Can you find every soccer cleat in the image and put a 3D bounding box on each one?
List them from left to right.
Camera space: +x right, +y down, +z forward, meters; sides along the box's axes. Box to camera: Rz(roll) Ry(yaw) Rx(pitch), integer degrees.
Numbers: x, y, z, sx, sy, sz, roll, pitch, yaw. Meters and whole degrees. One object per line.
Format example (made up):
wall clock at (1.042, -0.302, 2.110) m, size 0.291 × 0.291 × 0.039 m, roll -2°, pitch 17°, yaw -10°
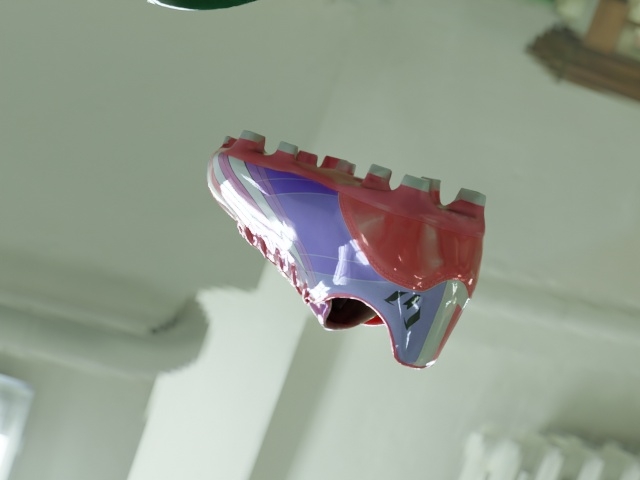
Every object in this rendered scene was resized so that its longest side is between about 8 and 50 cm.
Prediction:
soccer cleat at (0.000, 0.000, 0.993) m, size 0.083 × 0.095 × 0.248 m, roll 15°, pitch -179°, yaw -32°

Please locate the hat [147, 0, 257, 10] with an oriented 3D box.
hat at (-0.053, -0.215, 0.780) m, size 0.183 × 0.208 × 0.173 m, roll 59°, pitch -162°, yaw 20°
